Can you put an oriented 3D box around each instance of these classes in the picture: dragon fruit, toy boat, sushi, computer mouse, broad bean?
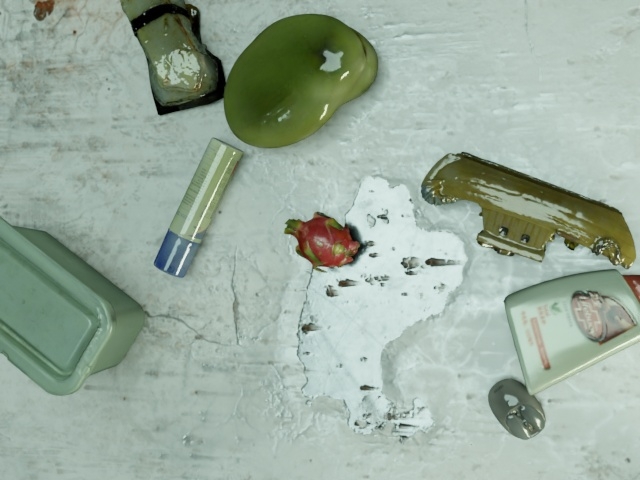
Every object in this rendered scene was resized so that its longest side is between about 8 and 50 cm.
[{"bbox_3d":[0.000,-0.002,1.373,0.116,0.081,0.086,39,109,12],"label":"dragon fruit"},{"bbox_3d":[0.301,-0.030,1.286,0.321,0.089,0.121,22,101,13],"label":"toy boat"},{"bbox_3d":[-0.258,-0.349,1.437,0.134,0.109,0.272,-17,84,14],"label":"sushi"},{"bbox_3d":[0.290,0.251,1.305,0.066,0.039,0.096,-38,80,12],"label":"computer mouse"},{"bbox_3d":[-0.045,-0.253,1.371,0.263,0.121,0.189,-29,78,15],"label":"broad bean"}]

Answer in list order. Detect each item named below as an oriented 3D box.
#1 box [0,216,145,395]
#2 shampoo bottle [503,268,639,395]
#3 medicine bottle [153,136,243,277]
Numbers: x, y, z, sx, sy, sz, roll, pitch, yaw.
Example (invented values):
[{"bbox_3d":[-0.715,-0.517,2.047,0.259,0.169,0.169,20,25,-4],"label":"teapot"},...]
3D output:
[{"bbox_3d":[-0.441,0.098,1.440,0.312,0.182,0.175,35,98,14],"label":"box"},{"bbox_3d":[0.414,0.111,1.257,0.284,0.071,0.153,-18,81,15],"label":"shampoo bottle"},{"bbox_3d":[-0.200,-0.053,1.440,0.059,0.059,0.230,28,96,15],"label":"medicine bottle"}]
